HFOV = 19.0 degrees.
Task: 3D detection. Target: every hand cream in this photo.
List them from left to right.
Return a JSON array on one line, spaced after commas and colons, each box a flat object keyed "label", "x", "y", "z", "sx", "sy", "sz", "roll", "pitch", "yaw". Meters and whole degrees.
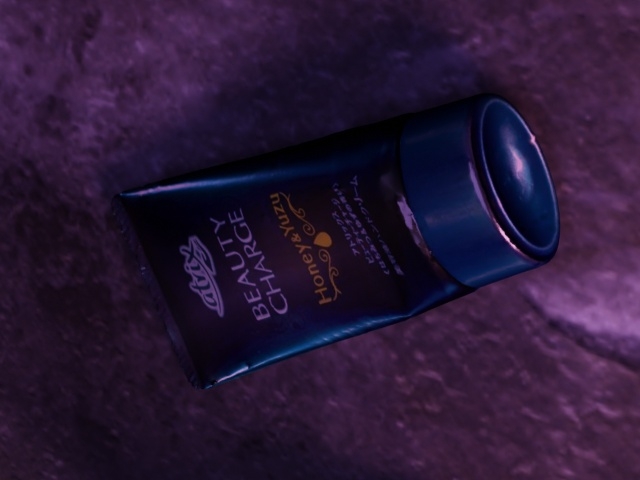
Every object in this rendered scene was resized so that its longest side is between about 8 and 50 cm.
[{"label": "hand cream", "x": 0.000, "y": 0.000, "z": 0.977, "sx": 0.270, "sy": 0.061, "sz": 0.120, "roll": -17, "pitch": 99, "yaw": 45}]
